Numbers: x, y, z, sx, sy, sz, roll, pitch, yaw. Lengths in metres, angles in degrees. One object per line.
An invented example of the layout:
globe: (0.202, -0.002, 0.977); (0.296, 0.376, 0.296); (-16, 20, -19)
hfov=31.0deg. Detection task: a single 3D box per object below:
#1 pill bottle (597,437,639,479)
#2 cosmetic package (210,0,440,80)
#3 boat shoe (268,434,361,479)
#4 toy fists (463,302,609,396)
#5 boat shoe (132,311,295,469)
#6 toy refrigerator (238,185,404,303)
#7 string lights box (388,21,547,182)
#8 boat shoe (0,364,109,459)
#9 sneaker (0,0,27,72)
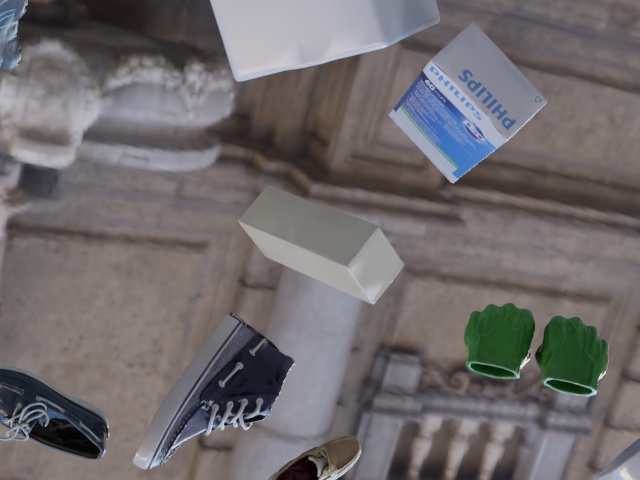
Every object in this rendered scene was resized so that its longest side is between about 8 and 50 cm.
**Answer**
pill bottle: (0.427, 0.318, 1.193); (0.278, 0.162, 0.162); (52, -153, 13)
cosmetic package: (-0.041, -0.443, 1.387); (0.230, 0.453, 0.161); (-7, -164, 35)
boat shoe: (-0.005, 0.293, 1.492); (0.135, 0.050, 0.045); (-29, 168, -15)
toy fists: (0.418, 0.207, 2.238); (0.279, 0.142, 0.096); (11, 156, 11)
boat shoe: (-0.168, 0.276, 1.937); (0.158, 0.127, 0.340); (32, -131, 2)
toy refrigerator: (0.000, 0.000, 1.854); (0.269, 0.094, 0.102); (21, 156, 45)
string lights box: (0.179, -0.167, 1.466); (0.133, 0.077, 0.260); (47, 169, 0)
boat shoe: (-0.454, 0.279, 1.833); (0.254, 0.095, 0.079); (32, -158, -25)
sneaker: (-0.506, -0.353, 1.745); (0.106, 0.267, 0.101); (-11, -127, -27)
